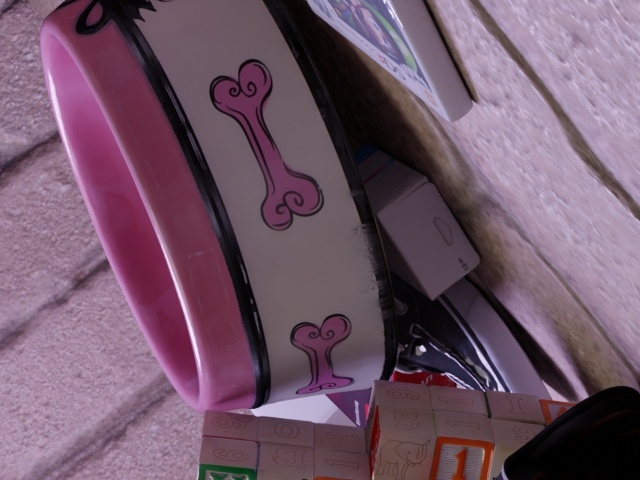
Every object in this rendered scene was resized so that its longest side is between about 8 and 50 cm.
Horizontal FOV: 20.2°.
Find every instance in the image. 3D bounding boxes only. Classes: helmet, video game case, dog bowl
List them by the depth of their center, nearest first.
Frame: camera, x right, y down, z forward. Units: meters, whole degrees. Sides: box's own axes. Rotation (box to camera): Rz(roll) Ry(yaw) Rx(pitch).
[{"bbox_3d":[0.007,-0.173,1.067,0.173,0.022,0.190,44,170,46],"label":"video game case"},{"bbox_3d":[0.188,0.194,1.176,0.169,0.161,0.169,51,173,9],"label":"helmet"},{"bbox_3d":[-0.094,-0.043,1.433,0.408,0.150,0.408,158,90,-77],"label":"dog bowl"}]

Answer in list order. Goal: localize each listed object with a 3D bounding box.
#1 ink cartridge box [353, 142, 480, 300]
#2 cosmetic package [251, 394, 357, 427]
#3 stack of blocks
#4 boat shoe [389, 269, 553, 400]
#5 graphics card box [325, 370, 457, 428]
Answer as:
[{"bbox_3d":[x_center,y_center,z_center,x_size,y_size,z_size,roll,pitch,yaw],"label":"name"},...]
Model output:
[{"bbox_3d":[0.062,-0.016,1.391,0.088,0.052,0.122,55,171,-24],"label":"ink cartridge box"},{"bbox_3d":[-0.024,0.126,2.101,0.217,0.156,0.385,38,-173,-44],"label":"cosmetic package"},{"bbox_3d":[0.052,0.200,1.357,0.087,0.297,0.171,-90,7,-68],"label":"stack of blocks"},{"bbox_3d":[0.076,0.065,1.502,0.301,0.102,0.108,48,172,35],"label":"boat shoe"},{"bbox_3d":[-0.021,0.028,1.754,0.371,0.094,0.232,45,162,22],"label":"graphics card box"}]
